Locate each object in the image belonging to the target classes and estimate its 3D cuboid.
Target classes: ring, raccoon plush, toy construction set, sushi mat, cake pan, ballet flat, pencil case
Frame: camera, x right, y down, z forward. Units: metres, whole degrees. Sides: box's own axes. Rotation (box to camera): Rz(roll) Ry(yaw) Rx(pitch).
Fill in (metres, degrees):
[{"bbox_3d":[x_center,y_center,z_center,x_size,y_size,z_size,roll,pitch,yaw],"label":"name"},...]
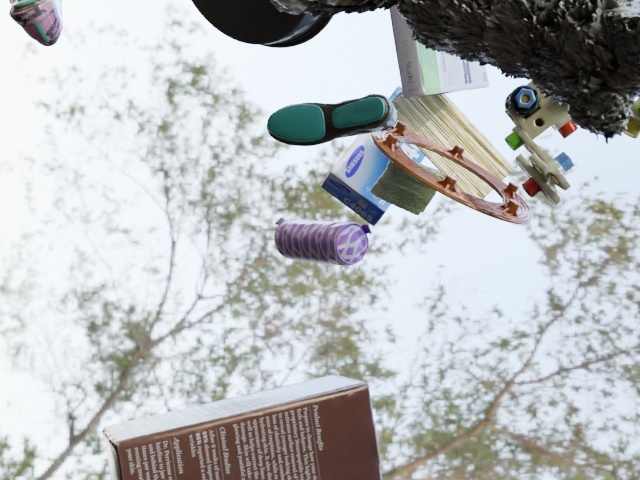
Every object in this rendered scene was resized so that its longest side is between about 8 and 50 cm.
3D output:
[{"bbox_3d":[0.241,-0.133,1.582,0.032,0.336,0.337,-63,-145,20],"label":"ring"},{"bbox_3d":[0.185,-0.237,1.043,0.216,0.446,0.299,73,2,-49],"label":"raccoon plush"},{"bbox_3d":[0.429,-0.199,1.421,0.215,0.327,0.151,52,-10,2],"label":"toy construction set"},{"bbox_3d":[0.299,-0.235,2.025,0.316,0.151,0.019,46,-17,-3],"label":"sushi mat"},{"bbox_3d":[-0.098,-0.405,1.218,0.293,0.054,0.293,20,-52,28],"label":"cake pan"},{"bbox_3d":[0.020,-0.187,1.397,0.213,0.068,0.072,-6,-98,20],"label":"ballet flat"},{"bbox_3d":[-0.381,-0.317,1.187,0.221,0.076,0.079,-116,-172,-56],"label":"ballet flat"},{"bbox_3d":[0.000,0.000,1.664,0.206,0.088,0.086,8,-52,49],"label":"pencil case"}]

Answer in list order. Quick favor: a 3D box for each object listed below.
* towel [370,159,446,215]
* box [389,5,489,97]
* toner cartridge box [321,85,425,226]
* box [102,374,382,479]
[{"bbox_3d":[0.182,-0.116,1.804,0.110,0.148,0.027,-58,-145,19],"label":"towel"},{"bbox_3d":[0.255,-0.428,1.849,0.058,0.322,0.233,-5,-82,34],"label":"box"},{"bbox_3d":[0.162,-0.212,2.134,0.348,0.165,0.075,-53,179,-32],"label":"toner cartridge box"},{"bbox_3d":[-0.109,0.329,1.272,0.143,0.381,0.191,177,-95,-68],"label":"box"}]
